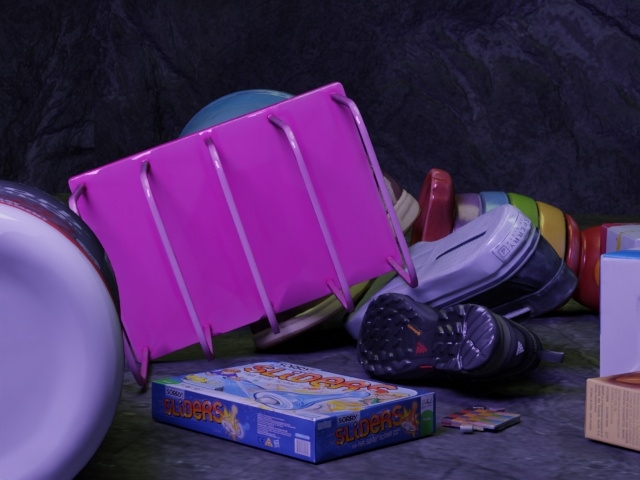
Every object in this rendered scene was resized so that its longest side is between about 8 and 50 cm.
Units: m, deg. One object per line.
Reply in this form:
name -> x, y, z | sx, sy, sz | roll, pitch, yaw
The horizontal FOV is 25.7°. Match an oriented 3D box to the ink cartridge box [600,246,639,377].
ink cartridge box -> 0.343, 0.070, 1.293 | 0.078, 0.134, 0.231 | 3, 7, 38

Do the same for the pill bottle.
pill bottle -> -0.252, 0.061, 1.032 | 0.210, 0.210, 0.363 | -1, 6, -9

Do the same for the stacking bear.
stacking bear -> 0.260, 0.021, 1.725 | 0.289, 0.175, 0.164 | 8, -2, -2

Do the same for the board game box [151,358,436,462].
board game box -> -0.024, 0.136, 1.145 | 0.136, 0.035, 0.201 | -6, 8, -44

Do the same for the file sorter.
file sorter -> -0.074, -0.005, 1.344 | 0.290, 0.202, 0.182 | -20, 11, -3

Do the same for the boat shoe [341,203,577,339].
boat shoe -> 0.133, 0.068, 1.440 | 0.121, 0.119, 0.335 | -50, 10, -26

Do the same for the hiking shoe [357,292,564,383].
hiking shoe -> 0.123, 0.104, 1.327 | 0.114, 0.086, 0.227 | 20, -8, -29

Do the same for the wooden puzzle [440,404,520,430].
wooden puzzle -> 0.133, 0.148, 1.158 | 0.049, 0.006, 0.083 | 4, 7, 34

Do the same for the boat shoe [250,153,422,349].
boat shoe -> 0.000, 0.000, 1.590 | 0.123, 0.123, 0.342 | -25, 13, 40

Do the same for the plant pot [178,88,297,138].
plant pot -> -0.099, -0.024, 1.752 | 0.271, 0.272, 0.255 | 1, 21, 14

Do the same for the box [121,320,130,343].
box -> -0.271, 0.069, 1.606 | 0.147, 0.078, 0.180 | -2, 6, -15

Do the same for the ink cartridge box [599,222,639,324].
ink cartridge box -> 0.382, 0.050, 1.516 | 0.128, 0.127, 0.176 | 0, 5, 0

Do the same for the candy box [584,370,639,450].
candy box -> 0.306, 0.135, 1.059 | 0.109, 0.053, 0.186 | -4, 8, -40
